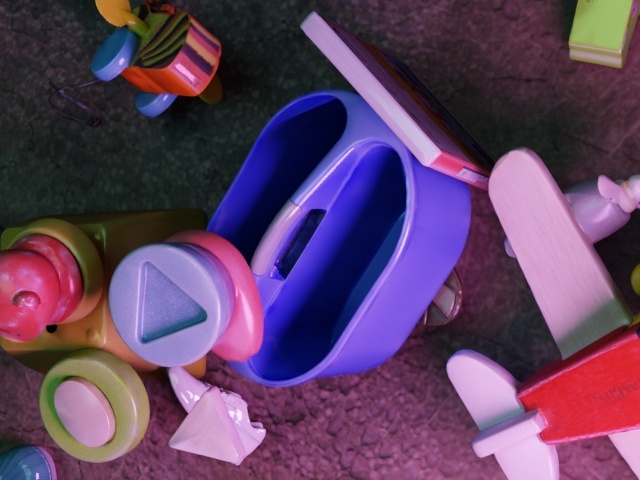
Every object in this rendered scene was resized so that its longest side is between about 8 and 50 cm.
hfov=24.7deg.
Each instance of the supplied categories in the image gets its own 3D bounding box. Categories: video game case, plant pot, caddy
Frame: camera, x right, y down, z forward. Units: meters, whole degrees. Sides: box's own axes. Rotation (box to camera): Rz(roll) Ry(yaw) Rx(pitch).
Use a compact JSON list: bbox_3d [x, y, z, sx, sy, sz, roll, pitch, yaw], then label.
[{"bbox_3d":[0.100,-0.140,1.569,0.025,0.285,0.204,-45,71,13],"label":"video game case"},{"bbox_3d":[-0.273,0.060,1.758,0.212,0.187,0.212,-2,84,22],"label":"plant pot"},{"bbox_3d":[0.000,0.000,1.602,0.241,0.179,0.341,44,114,32],"label":"caddy"}]

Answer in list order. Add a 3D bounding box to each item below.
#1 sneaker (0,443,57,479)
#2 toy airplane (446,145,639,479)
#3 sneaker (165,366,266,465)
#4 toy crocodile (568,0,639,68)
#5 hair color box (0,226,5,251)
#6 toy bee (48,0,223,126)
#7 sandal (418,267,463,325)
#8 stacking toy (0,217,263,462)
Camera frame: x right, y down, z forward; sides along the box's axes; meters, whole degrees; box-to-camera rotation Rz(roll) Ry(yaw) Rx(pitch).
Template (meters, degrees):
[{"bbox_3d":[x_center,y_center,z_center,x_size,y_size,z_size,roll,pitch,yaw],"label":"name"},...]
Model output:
[{"bbox_3d":[-0.456,0.375,1.840,0.302,0.121,0.108,-47,71,12],"label":"sneaker"},{"bbox_3d":[0.326,0.125,1.496,0.384,0.272,0.386,27,132,32],"label":"toy airplane"},{"bbox_3d":[-0.125,0.194,1.737,0.061,0.054,0.152,-39,109,3],"label":"sneaker"},{"bbox_3d":[0.335,-0.359,1.602,0.115,0.105,0.340,9,93,22],"label":"toy crocodile"},{"bbox_3d":[-0.586,-0.023,1.935,0.374,0.113,0.185,37,99,20],"label":"hair color box"},{"bbox_3d":[-0.216,-0.244,1.780,0.298,0.195,0.162,11,65,33],"label":"toy bee"},{"bbox_3d":[0.081,0.033,1.689,0.219,0.060,0.090,19,97,38],"label":"sandal"},{"bbox_3d":[-0.224,0.125,1.563,0.309,0.130,0.279,0,102,22],"label":"stacking toy"}]
